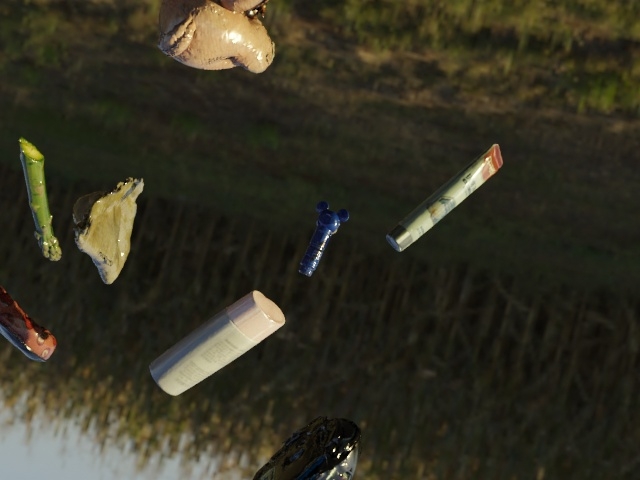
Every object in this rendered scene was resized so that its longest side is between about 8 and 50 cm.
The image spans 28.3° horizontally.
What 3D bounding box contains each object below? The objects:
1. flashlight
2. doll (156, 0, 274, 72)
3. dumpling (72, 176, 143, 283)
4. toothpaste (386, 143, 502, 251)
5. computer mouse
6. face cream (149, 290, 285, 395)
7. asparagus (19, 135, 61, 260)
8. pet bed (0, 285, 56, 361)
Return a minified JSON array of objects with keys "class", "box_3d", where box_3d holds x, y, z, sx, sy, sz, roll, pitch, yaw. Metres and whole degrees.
[{"class":"flashlight","box_3d":[0.000,0.000,2.016,0.057,0.121,0.035,22,173,16]},{"class":"doll","box_3d":[-0.072,-0.321,1.684,0.156,0.303,0.201,58,-167,-16]},{"class":"dumpling","box_3d":[-0.359,-0.039,2.074,0.086,0.166,0.332,19,165,1]},{"class":"toothpaste","box_3d":[0.205,-0.069,2.053,0.039,0.239,0.062,40,163,36]},{"class":"computer mouse","box_3d":[-0.025,0.330,1.703,0.077,0.241,0.146,45,-160,-16]},{"class":"face cream","box_3d":[-0.150,0.146,1.812,0.084,0.198,0.057,39,-159,-48]},{"class":"asparagus","box_3d":[-0.341,-0.040,1.549,0.027,0.034,0.236,9,142,4]},{"class":"pet bed","box_3d":[-0.477,0.110,1.919,0.201,0.053,0.201,41,170,9]}]
